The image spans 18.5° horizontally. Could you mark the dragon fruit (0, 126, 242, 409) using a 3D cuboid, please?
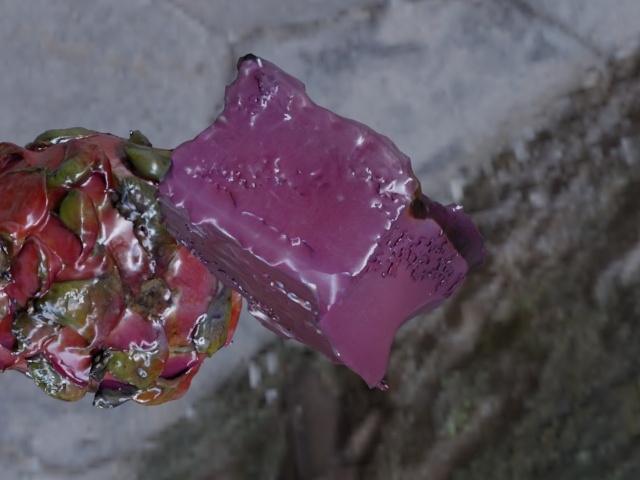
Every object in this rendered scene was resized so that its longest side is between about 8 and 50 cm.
[{"bbox_3d":[-0.226,0.020,1.764,0.291,0.250,0.269,7,-179,-31],"label":"dragon fruit"}]

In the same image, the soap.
[{"bbox_3d":[0.000,0.000,1.201,0.182,0.289,0.112,39,84,3],"label":"soap"}]
